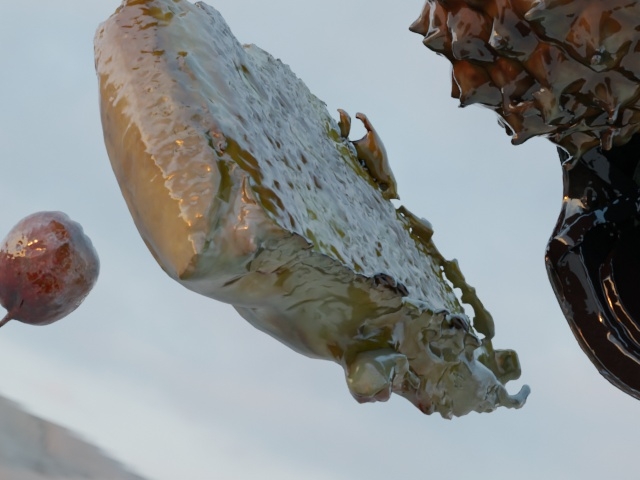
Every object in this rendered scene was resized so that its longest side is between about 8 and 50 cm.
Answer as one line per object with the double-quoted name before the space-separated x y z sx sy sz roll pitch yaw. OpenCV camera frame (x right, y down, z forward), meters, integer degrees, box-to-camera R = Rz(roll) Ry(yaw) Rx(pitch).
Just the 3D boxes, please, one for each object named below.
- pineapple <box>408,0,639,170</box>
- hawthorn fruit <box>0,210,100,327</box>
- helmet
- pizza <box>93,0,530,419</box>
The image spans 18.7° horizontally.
"pineapple" 0.109 -0.122 0.776 0.166 0.166 0.193 17 -22 13
"hawthorn fruit" -0.181 0.031 1.202 0.067 0.103 0.067 27 -24 13
"helmet" 0.190 -0.006 0.891 0.153 0.176 0.107 -4 -11 30
"pizza" 0.000 0.000 0.877 0.297 0.071 0.189 30 27 -51
